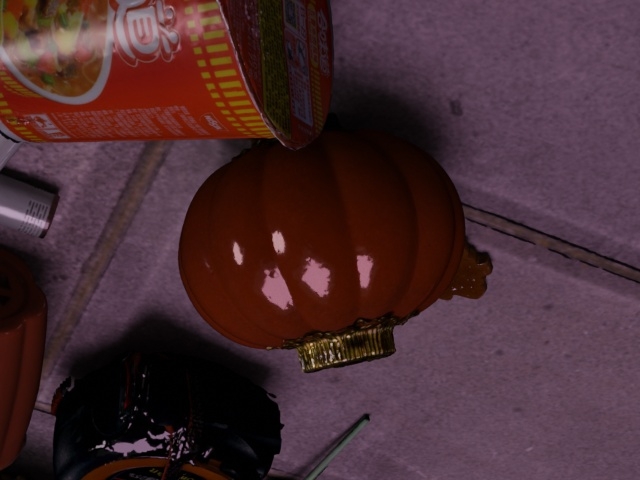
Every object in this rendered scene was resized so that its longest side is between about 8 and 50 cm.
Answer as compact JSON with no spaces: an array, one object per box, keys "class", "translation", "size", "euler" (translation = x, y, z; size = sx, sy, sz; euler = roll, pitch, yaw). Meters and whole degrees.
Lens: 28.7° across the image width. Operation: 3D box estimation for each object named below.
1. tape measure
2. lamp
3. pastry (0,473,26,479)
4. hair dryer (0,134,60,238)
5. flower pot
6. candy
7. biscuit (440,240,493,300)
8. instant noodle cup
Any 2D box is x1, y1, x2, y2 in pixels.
[{"class":"tape measure","translation":[-0.155,0.193,1.217],"size":[0.202,0.135,0.223],"euler":[22,136,-33]},{"class":"lamp","translation":[0.000,0.000,0.960],"size":[0.223,0.196,0.223],"euler":[-14,172,-2]},{"class":"pastry","translation":[-0.390,0.348,1.346],"size":[0.316,0.184,0.284],"euler":[-4,147,6]},{"class":"hair dryer","translation":[-0.264,-0.092,0.992],"size":[0.155,0.044,0.183],"euler":[19,129,-18]},{"class":"flower pot","translation":[-0.329,0.100,1.098],"size":[0.191,0.190,0.173],"euler":[18,123,-16]},{"class":"candy","translation":[-0.005,0.248,1.332],"size":[0.061,0.061,0.202],"euler":[25,123,-22]},{"class":"biscuit","translation":[0.108,0.031,1.115],"size":[0.092,0.016,0.082],"euler":[-15,138,19]},{"class":"instant noodle cup","translation":[-0.121,-0.141,0.841],"size":[0.212,0.193,0.193],"euler":[-6,136,20]}]
